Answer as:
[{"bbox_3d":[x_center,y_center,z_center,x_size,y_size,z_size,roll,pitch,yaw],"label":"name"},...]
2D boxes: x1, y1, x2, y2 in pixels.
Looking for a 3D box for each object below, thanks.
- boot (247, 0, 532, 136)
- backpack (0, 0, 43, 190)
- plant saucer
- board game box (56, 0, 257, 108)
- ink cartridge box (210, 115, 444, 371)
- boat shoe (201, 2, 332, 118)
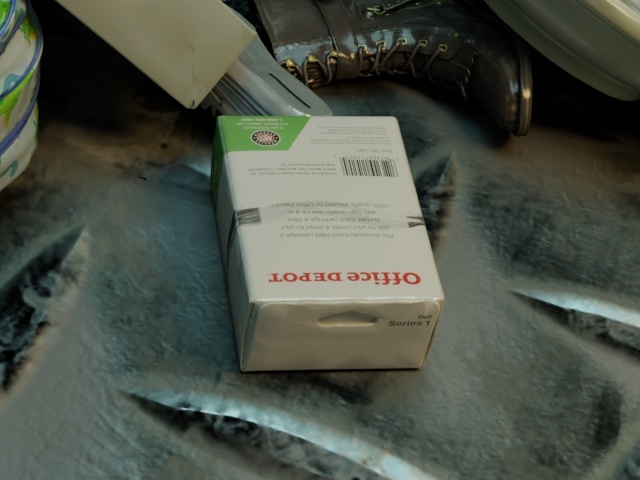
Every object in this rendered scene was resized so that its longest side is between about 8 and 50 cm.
[{"bbox_3d":[0.058,-0.170,1.688,0.229,0.091,0.263,-13,46,-17],"label":"boot"},{"bbox_3d":[-0.387,-0.110,1.427,0.355,0.273,0.290,-13,42,-40],"label":"backpack"},{"bbox_3d":[0.250,-0.237,1.707,0.400,0.100,0.400,33,22,-15],"label":"plant saucer"},{"bbox_3d":[-0.222,-0.261,1.559,0.097,0.224,0.303,-50,47,0],"label":"board game box"},{"bbox_3d":[0.000,0.000,1.486,0.160,0.093,0.219,0,46,-12],"label":"ink cartridge box"},{"bbox_3d":[-0.083,-0.144,1.622,0.083,0.076,0.226,-1,38,-44],"label":"boat shoe"}]
